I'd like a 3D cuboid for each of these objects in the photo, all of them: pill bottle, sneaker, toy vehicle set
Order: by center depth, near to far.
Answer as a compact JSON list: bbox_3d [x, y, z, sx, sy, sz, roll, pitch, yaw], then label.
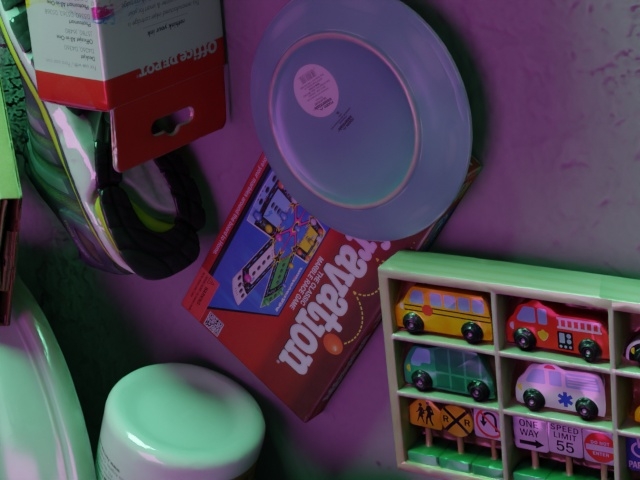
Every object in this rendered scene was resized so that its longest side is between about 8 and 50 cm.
[{"bbox_3d":[0.169,0.102,1.136,0.266,0.035,0.166,7,117,31],"label":"toy vehicle set"},{"bbox_3d":[-0.202,-0.102,1.310,0.121,0.111,0.300,-17,93,50],"label":"sneaker"},{"bbox_3d":[-0.129,0.227,1.379,0.131,0.131,0.229,31,126,24],"label":"pill bottle"}]

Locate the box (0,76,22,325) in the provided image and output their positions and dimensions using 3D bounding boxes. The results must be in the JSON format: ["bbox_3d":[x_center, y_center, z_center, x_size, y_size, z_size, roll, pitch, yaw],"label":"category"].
[{"bbox_3d":[-0.268,-0.056,1.341,0.164,0.021,0.201,107,152,-48],"label":"box"}]

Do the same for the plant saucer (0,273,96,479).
[{"bbox_3d":[-0.322,0.208,1.456,0.400,0.100,0.401,22,117,53],"label":"plant saucer"}]

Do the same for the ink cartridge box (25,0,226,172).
[{"bbox_3d":[-0.143,-0.180,1.206,0.078,0.134,0.231,12,116,35],"label":"ink cartridge box"}]

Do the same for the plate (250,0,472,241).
[{"bbox_3d":[0.020,-0.085,1.159,0.188,0.024,0.188,16,119,32],"label":"plate"}]

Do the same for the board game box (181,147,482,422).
[{"bbox_3d":[0.000,0.000,1.247,0.145,0.027,0.281,42,129,14],"label":"board game box"}]
